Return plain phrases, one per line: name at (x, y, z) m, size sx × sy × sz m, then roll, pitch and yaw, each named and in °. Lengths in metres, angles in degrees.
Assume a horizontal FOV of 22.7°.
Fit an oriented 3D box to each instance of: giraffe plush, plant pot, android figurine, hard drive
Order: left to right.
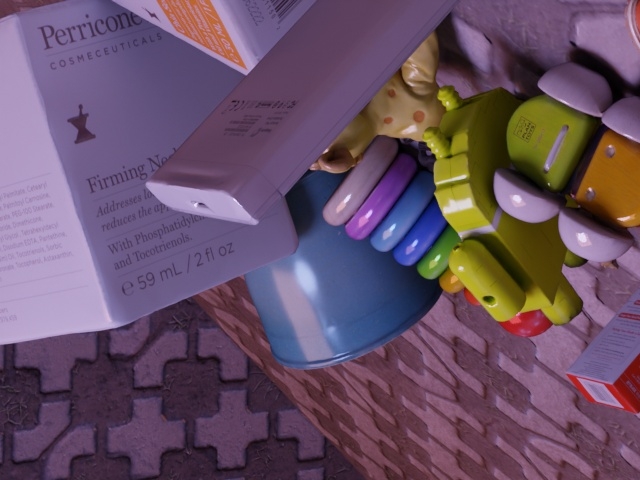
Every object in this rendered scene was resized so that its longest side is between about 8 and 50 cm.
plant pot at (0.000, 0.000, 2.243) m, size 0.272 × 0.272 × 0.255 m, roll 15°, pitch 136°, yaw 61°
hard drive at (0.000, -0.162, 1.515) m, size 0.047 × 0.353 × 0.233 m, roll 47°, pitch 165°, yaw -21°
giraffe plush at (0.038, -0.152, 1.709) m, size 0.210 × 0.170 × 0.181 m, roll 66°, pitch 165°, yaw -4°
android figurine at (0.194, -0.042, 1.644) m, size 0.056 × 0.248 × 0.273 m, roll -16°, pitch 130°, yaw 37°

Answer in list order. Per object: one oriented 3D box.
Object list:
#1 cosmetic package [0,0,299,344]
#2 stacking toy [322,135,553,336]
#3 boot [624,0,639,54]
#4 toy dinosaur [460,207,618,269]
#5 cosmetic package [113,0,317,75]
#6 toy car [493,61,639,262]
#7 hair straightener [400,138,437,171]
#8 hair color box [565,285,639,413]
cosmetic package at (-0.295, -0.105, 2.074) m, size 0.327 × 0.329 × 0.393 m, roll -10°, pitch 100°, yaw 48°
stacking toy at (0.169, 0.010, 2.074) m, size 0.330 × 0.141 × 0.141 m, roll 37°, pitch 166°, yaw -3°
boot at (0.322, -0.155, 1.303) m, size 0.158 × 0.059 × 0.085 m, roll 37°, pitch 165°, yaw -16°
toy dinosaur at (0.253, -0.020, 1.781) m, size 0.183 × 0.092 × 0.053 m, roll 13°, pitch 137°, yaw -6°
cosmetic package at (-0.198, -0.377, 1.801) m, size 0.453 × 0.161 × 0.230 m, roll 32°, pitch 163°, yaw 36°
toy car at (0.269, -0.077, 1.547) m, size 0.182 × 0.159 × 0.136 m, roll 33°, pitch -160°, yaw 30°
hair straightener at (0.162, -0.111, 1.900) m, size 0.089 × 0.047 × 0.230 m, roll 49°, pitch 168°, yaw -28°
hair color box at (0.358, 0.108, 1.751) m, size 0.053 × 0.167 × 0.093 m, roll 48°, pitch 165°, yaw -20°
